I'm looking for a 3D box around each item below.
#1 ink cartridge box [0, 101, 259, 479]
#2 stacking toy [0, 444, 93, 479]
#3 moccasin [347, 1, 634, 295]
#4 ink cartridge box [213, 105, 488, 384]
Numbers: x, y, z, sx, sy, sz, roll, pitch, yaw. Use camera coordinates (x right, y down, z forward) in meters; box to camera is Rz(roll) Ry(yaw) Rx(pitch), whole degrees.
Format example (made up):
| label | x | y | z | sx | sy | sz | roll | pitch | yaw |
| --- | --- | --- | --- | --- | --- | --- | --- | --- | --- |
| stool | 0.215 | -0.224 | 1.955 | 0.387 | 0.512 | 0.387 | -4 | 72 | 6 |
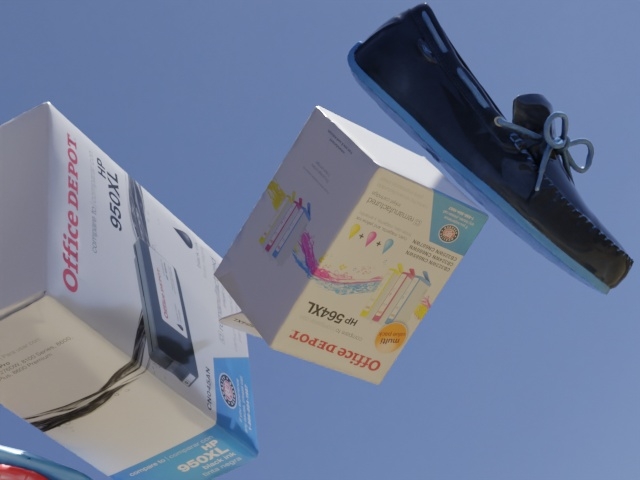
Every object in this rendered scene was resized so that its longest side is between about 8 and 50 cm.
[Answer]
| label | x | y | z | sx | sy | sz | roll | pitch | yaw |
| --- | --- | --- | --- | --- | --- | --- | --- | --- | --- |
| ink cartridge box | -0.251 | 0.079 | 1.742 | 0.166 | 0.285 | 0.395 | -26 | -43 | 19 |
| stacking toy | -0.348 | 0.346 | 1.558 | 0.302 | 0.175 | 0.165 | -74 | 1 | -72 |
| moccasin | 0.171 | -0.097 | 1.429 | 0.117 | 0.342 | 0.138 | -45 | -13 | 1 |
| ink cartridge box | 0.012 | 0.012 | 0.920 | 0.092 | 0.090 | 0.143 | 22 | -75 | -35 |
